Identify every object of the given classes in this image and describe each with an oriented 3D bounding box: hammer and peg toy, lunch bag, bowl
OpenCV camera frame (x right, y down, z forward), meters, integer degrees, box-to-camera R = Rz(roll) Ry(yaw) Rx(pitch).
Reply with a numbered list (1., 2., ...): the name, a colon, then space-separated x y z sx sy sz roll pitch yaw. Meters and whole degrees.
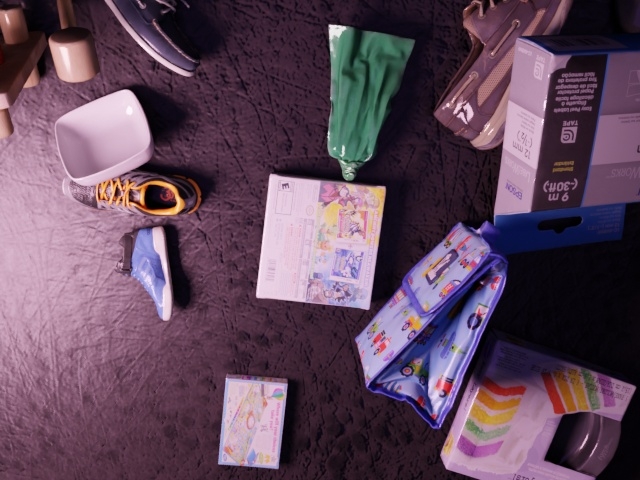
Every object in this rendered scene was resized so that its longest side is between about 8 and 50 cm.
1. hammer and peg toy: -0.486 -0.243 1.226 0.362 0.266 0.127 -7 123 -2
2. lunch bag: 0.193 0.103 1.320 0.138 0.221 0.293 32 98 -7
3. bowl: -0.325 -0.150 1.313 0.142 0.053 0.142 -24 57 -1

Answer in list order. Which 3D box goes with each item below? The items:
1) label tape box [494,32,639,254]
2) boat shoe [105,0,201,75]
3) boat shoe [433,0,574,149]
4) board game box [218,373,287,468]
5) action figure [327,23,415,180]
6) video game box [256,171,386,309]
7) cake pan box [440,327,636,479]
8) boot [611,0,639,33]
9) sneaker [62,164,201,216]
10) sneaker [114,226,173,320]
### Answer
1. label tape box: 0.404 -0.126 1.276 0.249 0.115 0.347 -6 115 -16
2. boat shoe: -0.264 -0.359 1.284 0.079 0.095 0.254 -41 91 17
3. boat shoe: 0.280 -0.316 1.291 0.130 0.132 0.355 22 98 -6
4. board game box: -0.114 0.306 1.446 0.104 0.026 0.154 6 100 -3
5. action figure: 0.060 -0.208 1.337 0.137 0.063 0.232 9 96 -6
6. video game box: 0.000 0.000 1.382 0.187 0.048 0.205 7 101 -2
7. cake pan box: 0.368 0.306 1.445 0.267 0.070 0.245 20 101 -6
8. boot: 0.518 -0.424 1.263 0.084 0.161 0.246 15 100 -4
9. sneaker: -0.298 -0.079 1.339 0.215 0.083 0.084 4 102 -1
10. sneaker: -0.284 0.057 1.375 0.085 0.058 0.152 -7 97 -7
